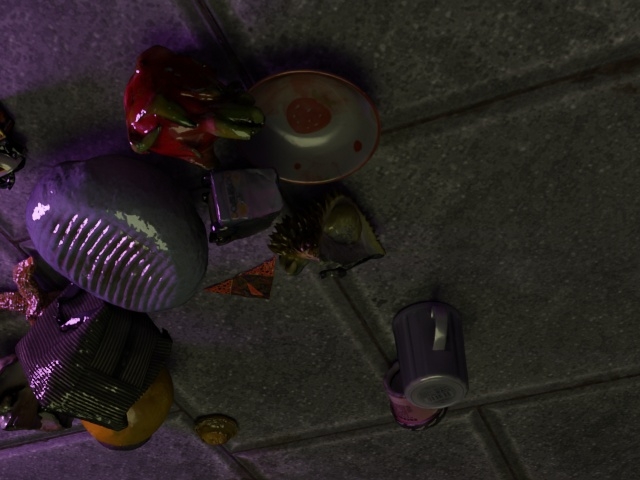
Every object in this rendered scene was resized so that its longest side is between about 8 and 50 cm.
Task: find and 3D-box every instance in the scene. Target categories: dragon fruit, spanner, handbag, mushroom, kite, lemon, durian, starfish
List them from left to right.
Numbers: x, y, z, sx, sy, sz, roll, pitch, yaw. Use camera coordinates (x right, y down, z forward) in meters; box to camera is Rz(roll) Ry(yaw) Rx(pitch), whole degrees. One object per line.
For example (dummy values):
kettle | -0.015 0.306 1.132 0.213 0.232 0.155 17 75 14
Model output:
mushroom | -0.757 0.383 2.141 0.164 0.190 0.267 -7 164 29
starfish | -0.635 0.181 1.975 0.301 0.084 0.293 -35 128 25
handbag | -0.477 0.227 1.816 0.247 0.340 0.240 31 89 -32
lemon | -0.480 0.386 2.099 0.263 0.236 0.236 -29 131 21
dragon fruit | -0.205 -0.221 1.414 0.269 0.200 0.198 3 123 14
kite | -0.152 0.106 1.945 0.222 0.008 0.125 -25 135 27
durian | 0.000 0.000 1.659 0.172 0.167 0.306 -36 171 18
spanner | 0.068 0.048 1.743 0.054 0.254 0.015 -2 98 26

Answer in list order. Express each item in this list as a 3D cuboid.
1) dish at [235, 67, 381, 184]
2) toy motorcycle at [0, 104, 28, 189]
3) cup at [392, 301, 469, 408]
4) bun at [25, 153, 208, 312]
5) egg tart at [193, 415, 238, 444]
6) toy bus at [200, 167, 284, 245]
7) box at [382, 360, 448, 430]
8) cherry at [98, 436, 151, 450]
dish | -0.022 -0.221 1.516 0.260 0.085 0.260 2 137 1
toy motorcycle | -0.673 -0.150 1.605 0.263 0.091 0.157 -19 127 18
cup | 0.247 0.255 1.958 0.166 0.202 0.221 -19 136 17
bun | -0.373 -0.023 1.635 0.361 0.211 0.362 10 135 11
egg tart | -0.296 0.542 2.404 0.130 0.052 0.130 -2 139 -2
toy bus | -0.145 -0.063 1.561 0.137 0.113 0.317 -11 177 -10
box | 0.235 0.380 2.148 0.151 0.151 0.135 -15 128 17
cherry | -0.538 0.495 2.289 0.176 0.140 0.176 -3 153 -1
